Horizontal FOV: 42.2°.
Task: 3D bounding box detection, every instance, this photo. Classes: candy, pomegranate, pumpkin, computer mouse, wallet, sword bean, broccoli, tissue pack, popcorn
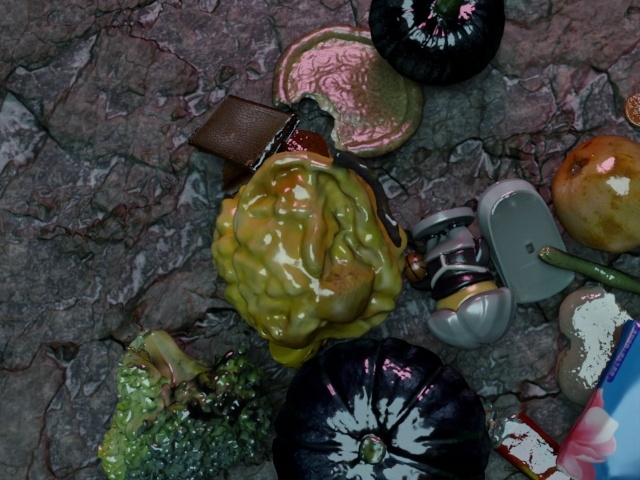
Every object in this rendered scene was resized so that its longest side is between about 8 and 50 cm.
[{"bbox_3d":[0.374,0.370,1.432,0.292,0.059,0.086,40,93,12],"label":"candy"},{"bbox_3d":[0.494,-0.080,1.399,0.207,0.207,0.207,-1,82,8],"label":"pomegranate"},{"bbox_3d":[0.213,-0.405,1.464,0.248,0.248,0.248,-1,82,8],"label":"pumpkin"},{"bbox_3d":[0.361,0.000,1.479,0.128,0.079,0.231,-20,97,2],"label":"computer mouse"},{"bbox_3d":[-0.143,-0.198,1.524,0.133,0.039,0.243,-53,40,-10],"label":"wallet"},{"bbox_3d":[0.504,0.063,1.440,0.269,0.043,0.038,19,100,-3],"label":"sword bean"},{"bbox_3d":[-0.243,0.285,1.455,0.293,0.348,0.281,-13,66,-37],"label":"broccoli"},{"bbox_3d":[0.517,0.281,1.280,0.209,0.137,0.269,28,92,11],"label":"tissue pack"},{"bbox_3d":[0.095,0.336,1.375,0.363,0.266,0.363,-1,84,13],"label":"pumpkin"},{"bbox_3d":[0.000,0.000,1.381,0.349,0.381,0.349,13,49,-15],"label":"popcorn"}]

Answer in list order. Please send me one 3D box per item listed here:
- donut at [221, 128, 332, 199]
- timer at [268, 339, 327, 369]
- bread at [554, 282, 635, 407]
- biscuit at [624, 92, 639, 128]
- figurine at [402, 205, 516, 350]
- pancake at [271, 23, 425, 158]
[{"bbox_3d":[-0.075,-0.142,1.535,0.186,0.144,0.126,-33,51,28],"label":"donut"},{"bbox_3d":[-0.053,0.174,1.497,0.107,0.109,0.107,-29,43,31],"label":"timer"},{"bbox_3d":[0.514,0.240,1.406,0.183,0.102,0.337,-40,78,1],"label":"bread"},{"bbox_3d":[0.598,-0.243,1.503,0.091,0.015,0.078,-7,80,7],"label":"biscuit"},{"bbox_3d":[0.238,0.076,1.453,0.176,0.133,0.236,-30,70,33],"label":"figurine"},{"bbox_3d":[0.050,-0.283,1.555,0.286,0.033,0.288,-10,71,-6],"label":"pancake"}]
